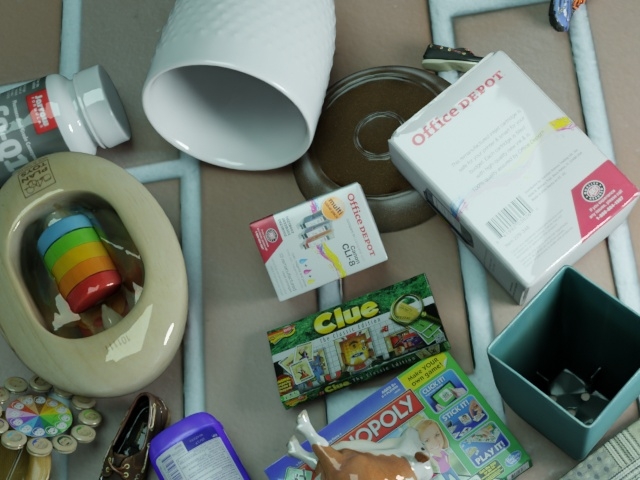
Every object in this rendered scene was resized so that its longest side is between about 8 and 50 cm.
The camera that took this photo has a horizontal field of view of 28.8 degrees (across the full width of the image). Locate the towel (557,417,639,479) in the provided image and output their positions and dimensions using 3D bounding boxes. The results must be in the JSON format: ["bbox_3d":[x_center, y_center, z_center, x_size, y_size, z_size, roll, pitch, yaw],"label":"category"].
[{"bbox_3d":[0.499,0.375,1.649,0.324,0.056,0.312,-35,59,-3],"label":"towel"}]

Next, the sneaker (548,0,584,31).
[{"bbox_3d":[0.437,-0.435,2.041,0.087,0.083,0.221,22,74,14],"label":"sneaker"}]

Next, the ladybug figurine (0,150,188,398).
[{"bbox_3d":[-0.357,0.056,1.934,0.305,0.162,0.449,-28,62,-1],"label":"ladybug figurine"}]

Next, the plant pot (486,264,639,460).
[{"bbox_3d":[0.337,0.186,1.663,0.166,0.234,0.165,38,72,25],"label":"plant pot"}]

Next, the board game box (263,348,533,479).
[{"bbox_3d":[0.108,0.322,1.761,0.317,0.046,0.213,-35,63,-5],"label":"board game box"}]

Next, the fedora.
[{"bbox_3d":[-0.478,0.355,1.862,0.194,0.079,0.194,-5,65,11],"label":"fedora"}]

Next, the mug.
[{"bbox_3d":[-0.147,-0.313,2.033,0.374,0.276,0.328,-15,49,40],"label":"mug"}]

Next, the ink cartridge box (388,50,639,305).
[{"bbox_3d":[0.283,-0.092,1.848,0.226,0.131,0.306,-38,72,-6],"label":"ink cartridge box"}]

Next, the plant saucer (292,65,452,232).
[{"bbox_3d":[0.100,-0.161,2.001,0.311,0.050,0.310,-6,63,12],"label":"plant saucer"}]

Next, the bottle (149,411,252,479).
[{"bbox_3d":[-0.138,0.383,1.761,0.118,0.092,0.283,-31,62,-5],"label":"bottle"}]

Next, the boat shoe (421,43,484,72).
[{"bbox_3d":[0.232,-0.297,2.035,0.133,0.049,0.042,10,75,22],"label":"boat shoe"}]

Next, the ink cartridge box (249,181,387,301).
[{"bbox_3d":[0.000,0.000,1.876,0.176,0.127,0.128,-22,91,1],"label":"ink cartridge box"}]

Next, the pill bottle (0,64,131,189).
[{"bbox_3d":[-0.474,-0.182,2.080,0.283,0.161,0.161,-21,61,3],"label":"pill bottle"}]

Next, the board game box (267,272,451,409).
[{"bbox_3d":[0.053,0.148,1.845,0.260,0.030,0.136,-22,45,6],"label":"board game box"}]

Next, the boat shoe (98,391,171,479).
[{"bbox_3d":[-0.287,0.323,1.838,0.073,0.073,0.207,11,69,17],"label":"boat shoe"}]

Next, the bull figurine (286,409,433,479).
[{"bbox_3d":[0.009,0.348,1.667,0.188,0.101,0.310,34,72,13],"label":"bull figurine"}]

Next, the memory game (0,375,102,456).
[{"bbox_3d":[-0.420,0.259,1.867,0.186,0.012,0.186,12,29,-7],"label":"memory game"}]
